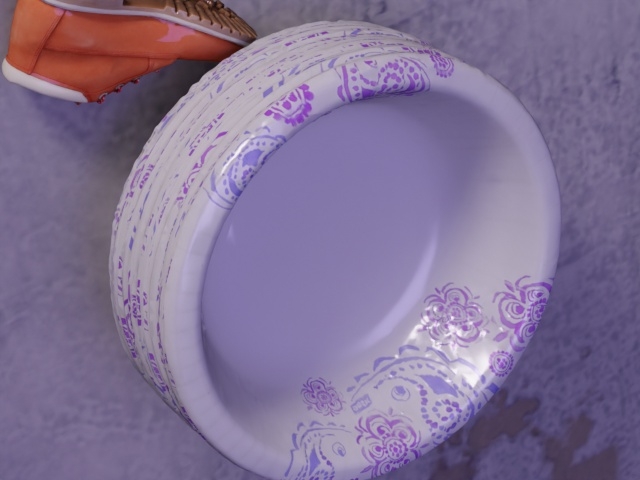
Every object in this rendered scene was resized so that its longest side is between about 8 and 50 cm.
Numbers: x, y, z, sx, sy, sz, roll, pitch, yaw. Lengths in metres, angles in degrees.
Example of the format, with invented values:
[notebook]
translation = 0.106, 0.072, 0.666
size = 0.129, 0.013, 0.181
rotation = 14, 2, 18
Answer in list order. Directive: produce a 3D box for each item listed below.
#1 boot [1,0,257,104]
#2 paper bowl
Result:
[boot]
translation = -0.115, -0.118, 1.048
size = 0.158, 0.059, 0.084
rotation = 6, 120, -35
[paper bowl]
translation = 0.000, 0.000, 1.114
size = 0.284, 0.148, 0.284
rotation = -15, 119, -27
